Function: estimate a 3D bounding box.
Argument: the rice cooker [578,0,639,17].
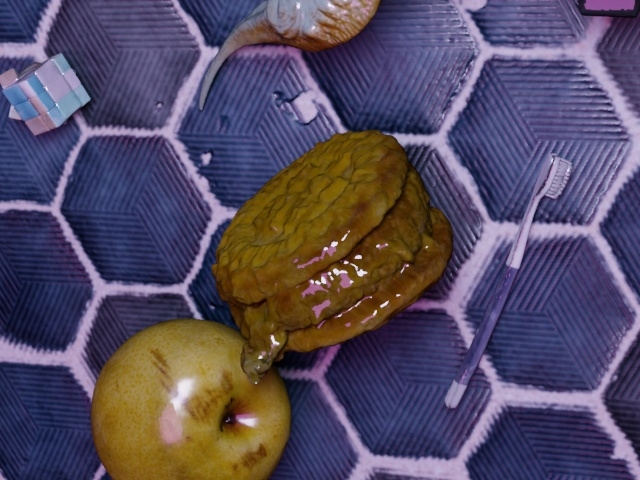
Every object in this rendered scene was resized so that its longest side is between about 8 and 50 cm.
[{"bbox_3d":[0.252,-0.331,1.037,0.241,0.227,0.280,7,104,14],"label":"rice cooker"}]

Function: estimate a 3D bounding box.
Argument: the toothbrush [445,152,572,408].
[{"bbox_3d":[0.187,0.046,1.247,0.026,0.024,0.288,20,106,-4],"label":"toothbrush"}]

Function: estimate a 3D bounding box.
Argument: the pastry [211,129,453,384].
[{"bbox_3d":[0.000,0.000,1.181,0.235,0.240,0.132,-27,109,6],"label":"pastry"}]

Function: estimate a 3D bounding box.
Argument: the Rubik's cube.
[{"bbox_3d":[-0.296,-0.154,1.315,0.073,0.084,0.075,-14,101,40],"label":"Rubik's cube"}]

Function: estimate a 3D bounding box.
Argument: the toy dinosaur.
[{"bbox_3d":[-0.020,-0.242,1.169,0.393,0.092,0.205,-35,53,32],"label":"toy dinosaur"}]

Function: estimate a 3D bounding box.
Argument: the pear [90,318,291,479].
[{"bbox_3d":[-0.140,0.183,1.277,0.209,0.209,0.208,3,103,15],"label":"pear"}]
